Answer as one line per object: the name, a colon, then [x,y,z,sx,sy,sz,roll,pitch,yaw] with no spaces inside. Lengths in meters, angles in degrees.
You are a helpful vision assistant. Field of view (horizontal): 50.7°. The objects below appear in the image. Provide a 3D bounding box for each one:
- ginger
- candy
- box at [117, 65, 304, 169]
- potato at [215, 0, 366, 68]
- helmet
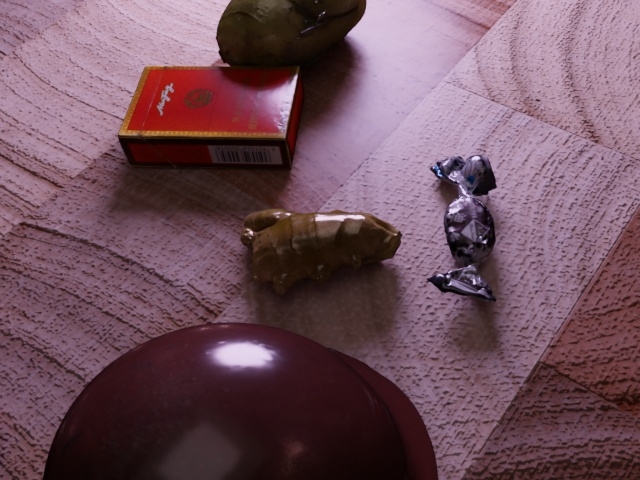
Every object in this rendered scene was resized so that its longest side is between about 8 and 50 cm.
ginger: [-0.010,0.008,0.810,0.205,0.081,0.115,2,22,19]
candy: [0.175,-0.019,0.830,0.094,0.051,0.226,-8,51,14]
box: [-0.151,-0.179,0.974,0.240,0.074,0.153,2,58,7]
potato: [-0.038,-0.338,1.028,0.248,0.143,0.169,-30,26,-24]
helmet: [-0.082,0.199,0.590,0.385,0.230,0.337,-20,53,-6]
